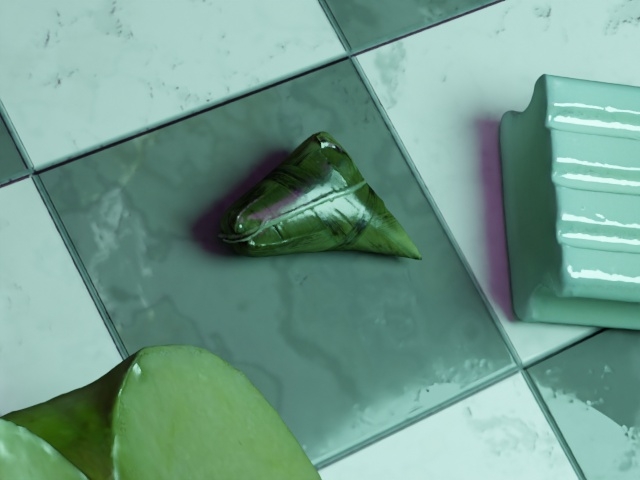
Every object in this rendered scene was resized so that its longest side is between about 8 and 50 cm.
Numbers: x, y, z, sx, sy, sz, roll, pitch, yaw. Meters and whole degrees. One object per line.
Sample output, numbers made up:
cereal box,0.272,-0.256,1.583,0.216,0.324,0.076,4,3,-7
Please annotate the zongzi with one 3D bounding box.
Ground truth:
zongzi,0.000,0.000,1.198,0.104,0.052,0.113,-42,101,-21

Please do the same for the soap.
soap,0.265,-0.018,1.275,0.265,0.087,0.160,4,68,-18

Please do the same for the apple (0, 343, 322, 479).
apple,-0.084,0.246,0.924,0.320,0.311,0.360,-24,85,-16
